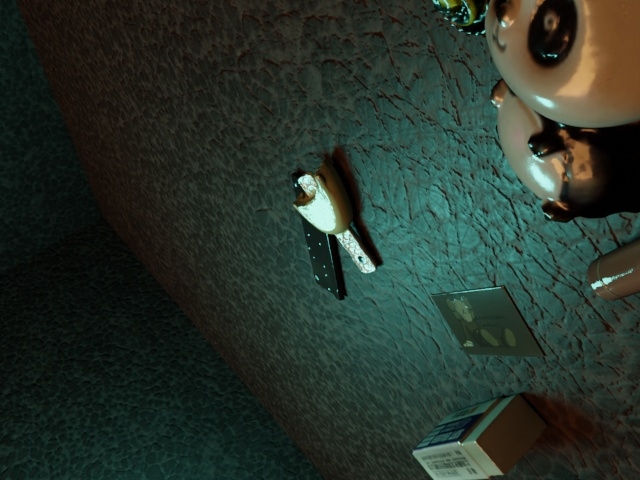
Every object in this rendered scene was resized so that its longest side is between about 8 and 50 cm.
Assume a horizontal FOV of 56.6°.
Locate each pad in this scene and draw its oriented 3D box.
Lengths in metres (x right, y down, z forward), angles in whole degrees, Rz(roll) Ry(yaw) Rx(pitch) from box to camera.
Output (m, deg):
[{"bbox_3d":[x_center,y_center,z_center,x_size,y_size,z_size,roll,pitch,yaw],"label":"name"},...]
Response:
[{"bbox_3d":[0.263,0.134,0.960,0.127,0.004,0.190,58,155,-5],"label":"pad"}]

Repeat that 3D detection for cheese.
[{"bbox_3d":[0.034,-0.033,1.100,0.127,0.050,0.235,-21,113,48],"label":"cheese"}]

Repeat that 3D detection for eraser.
[{"bbox_3d":[0.276,0.361,1.074,0.081,0.124,0.279,50,154,10],"label":"eraser"}]

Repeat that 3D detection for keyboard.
[{"bbox_3d":[0.000,0.000,1.243,0.101,0.018,0.310,34,148,41],"label":"keyboard"}]

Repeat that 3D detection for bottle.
[{"bbox_3d":[0.342,0.023,0.620,0.053,0.053,0.140,52,154,6],"label":"bottle"}]

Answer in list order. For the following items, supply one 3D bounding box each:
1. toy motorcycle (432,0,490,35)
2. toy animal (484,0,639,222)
[{"bbox_3d":[0.042,-0.333,0.600,0.342,0.142,0.206,40,161,35],"label":"toy motorcycle"},{"bbox_3d":[0.218,-0.148,0.467,0.235,0.165,0.187,61,-170,-46],"label":"toy animal"}]
